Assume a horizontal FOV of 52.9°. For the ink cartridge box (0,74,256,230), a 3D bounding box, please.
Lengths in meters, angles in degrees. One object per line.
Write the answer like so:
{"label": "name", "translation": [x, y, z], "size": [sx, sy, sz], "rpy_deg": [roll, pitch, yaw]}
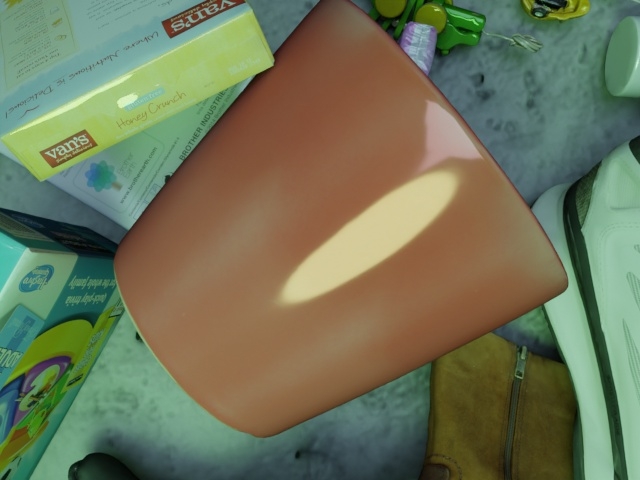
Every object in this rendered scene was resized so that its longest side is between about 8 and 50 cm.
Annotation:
{"label": "ink cartridge box", "translation": [-0.228, -0.149, 0.592], "size": [0.311, 0.065, 0.185], "rpy_deg": [31, 87, 1]}

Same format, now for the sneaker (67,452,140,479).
{"label": "sneaker", "translation": [-0.063, 0.266, 0.528], "size": [0.331, 0.122, 0.146], "rpy_deg": [35, 66, 20]}

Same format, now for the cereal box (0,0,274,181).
{"label": "cereal box", "translation": [-0.153, -0.163, 0.475], "size": [0.173, 0.047, 0.240], "rpy_deg": [-27, 49, -2]}

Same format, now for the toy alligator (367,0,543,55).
{"label": "toy alligator", "translation": [0.107, -0.198, 0.597], "size": [0.190, 0.056, 0.051], "rpy_deg": [26, 129, 2]}

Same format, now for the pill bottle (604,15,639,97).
{"label": "pill bottle", "translation": [0.348, -0.157, 0.565], "size": [0.170, 0.094, 0.094], "rpy_deg": [3, 86, 1]}

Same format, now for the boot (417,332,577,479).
{"label": "boot", "translation": [0.079, 0.167, 0.479], "size": [0.264, 0.096, 0.280], "rpy_deg": [18, 54, 4]}

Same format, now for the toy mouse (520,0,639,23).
{"label": "toy mouse", "translation": [0.239, -0.270, 0.607], "size": [0.161, 0.031, 0.143], "rpy_deg": [14, 87, 2]}

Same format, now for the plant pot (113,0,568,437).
{"label": "plant pot", "translation": [0.000, 0.000, 0.493], "size": [0.243, 0.275, 0.275], "rpy_deg": [-39, 86, 8]}

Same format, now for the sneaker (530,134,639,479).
{"label": "sneaker", "translation": [0.296, 0.106, 0.404], "size": [0.169, 0.257, 0.447], "rpy_deg": [-3, 66, -24]}

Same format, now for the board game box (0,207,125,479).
{"label": "board game box", "translation": [-0.272, 0.141, 0.476], "size": [0.079, 0.254, 0.335], "rpy_deg": [28, 87, 3]}

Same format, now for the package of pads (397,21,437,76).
{"label": "package of pads", "translation": [0.079, -0.157, 0.576], "size": [0.032, 0.083, 0.050], "rpy_deg": [16, 90, -3]}
